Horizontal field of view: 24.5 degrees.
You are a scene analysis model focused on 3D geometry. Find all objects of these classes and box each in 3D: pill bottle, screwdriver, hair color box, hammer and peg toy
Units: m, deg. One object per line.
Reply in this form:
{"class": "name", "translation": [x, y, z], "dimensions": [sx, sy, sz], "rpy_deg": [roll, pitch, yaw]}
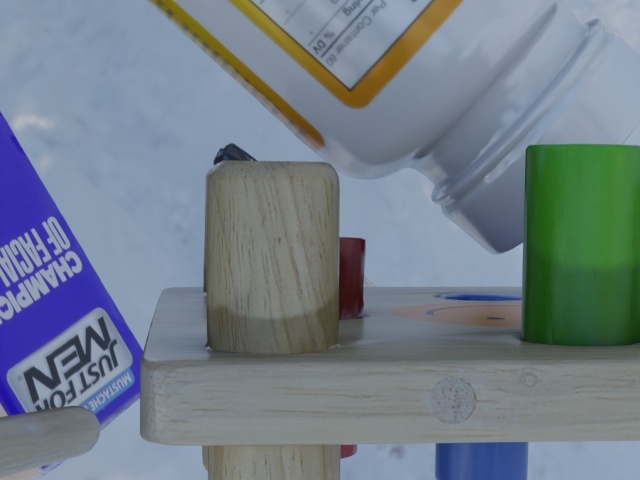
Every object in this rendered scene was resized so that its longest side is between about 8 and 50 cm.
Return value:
{"class": "pill bottle", "translation": [0.014, -0.112, 0.597], "dimensions": [0.136, 0.245, 0.136], "rpy_deg": [-48, 5, 6]}
{"class": "screwdriver", "translation": [0.000, 0.000, 0.922], "dimensions": [0.024, 0.170, 0.025], "rpy_deg": [-49, 7, -3]}
{"class": "hair color box", "translation": [-0.254, -0.021, 0.773], "dimensions": [0.185, 0.339, 0.110], "rpy_deg": [-25, 10, 38]}
{"class": "hammer and peg toy", "translation": [0.015, 0.033, 0.501], "dimensions": [0.266, 0.361, 0.127], "rpy_deg": [-147, 58, -85]}
